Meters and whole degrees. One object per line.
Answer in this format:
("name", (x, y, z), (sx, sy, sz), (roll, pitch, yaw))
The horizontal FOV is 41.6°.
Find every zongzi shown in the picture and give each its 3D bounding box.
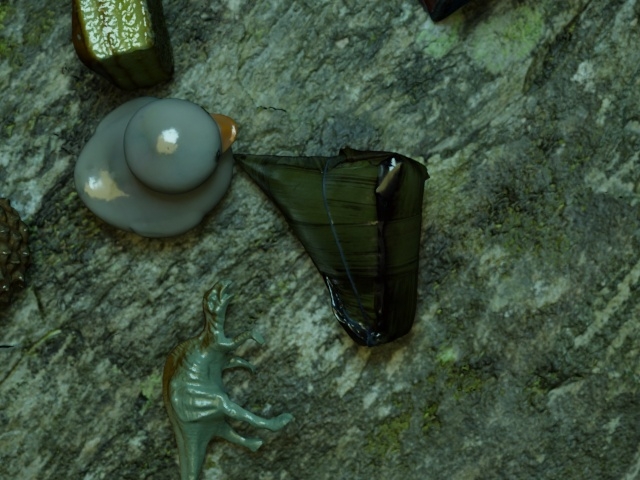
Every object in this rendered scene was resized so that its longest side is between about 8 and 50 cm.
("zongzi", (0.000, 0.000, 1.246), (0.300, 0.138, 0.286), (7, 102, 19))

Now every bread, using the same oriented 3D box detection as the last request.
("bread", (-0.280, -0.316, 1.179), (0.110, 0.234, 0.184), (-12, 89, -1))

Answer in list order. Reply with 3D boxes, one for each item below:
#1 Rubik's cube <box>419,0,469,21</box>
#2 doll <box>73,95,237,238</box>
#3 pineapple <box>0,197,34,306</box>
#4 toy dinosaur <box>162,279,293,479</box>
("Rubik's cube", (0.207, -0.499, 1.168), (0.260, 0.259, 0.255), (-34, 91, -3))
("doll", (-0.231, -0.113, 1.191), (0.251, 0.221, 0.221), (-18, 90, 3))
("pineapple", (-0.537, 0.021, 1.121), (0.223, 0.357, 0.223), (0, 93, 2))
("toy dinosaur", (-0.161, 0.267, 1.250), (0.205, 0.092, 0.393), (28, 92, 1))
